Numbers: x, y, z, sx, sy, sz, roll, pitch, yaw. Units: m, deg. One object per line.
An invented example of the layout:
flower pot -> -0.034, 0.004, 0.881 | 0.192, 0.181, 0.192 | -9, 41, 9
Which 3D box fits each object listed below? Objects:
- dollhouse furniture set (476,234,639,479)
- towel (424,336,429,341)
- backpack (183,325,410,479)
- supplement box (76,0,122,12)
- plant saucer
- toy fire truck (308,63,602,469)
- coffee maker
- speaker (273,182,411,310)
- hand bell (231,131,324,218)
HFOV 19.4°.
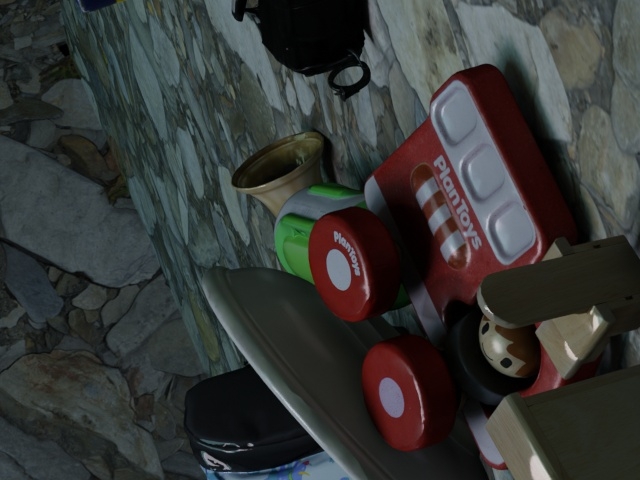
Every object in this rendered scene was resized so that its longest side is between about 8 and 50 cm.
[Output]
dollhouse furniture set -> 0.163, 0.223, 1.433 | 0.303, 0.174, 0.355 | 62, 147, 26
towel -> 0.148, 0.163, 2.009 | 0.148, 0.027, 0.110 | -146, 40, -71
backpack -> 0.034, 0.316, 2.161 | 0.273, 0.290, 0.355 | -89, -21, -50
supplement box -> -0.045, -0.328, 1.315 | 0.194, 0.357, 0.195 | -128, 23, -56
plant saucer -> 0.055, 0.148, 1.811 | 0.400, 0.100, 0.400 | 46, -176, -4
toy fire truck -> 0.138, 0.033, 1.593 | 0.302, 0.169, 0.254 | 66, 149, 15
coffee maker -> -0.005, -0.265, 1.873 | 0.171, 0.120, 0.178 | 35, 151, 30
speaker -> 0.034, 0.003, 2.034 | 0.296, 0.131, 0.131 | -162, 53, -75
hand bell -> 0.000, 0.000, 2.307 | 0.242, 0.126, 0.126 | 62, 172, -22
